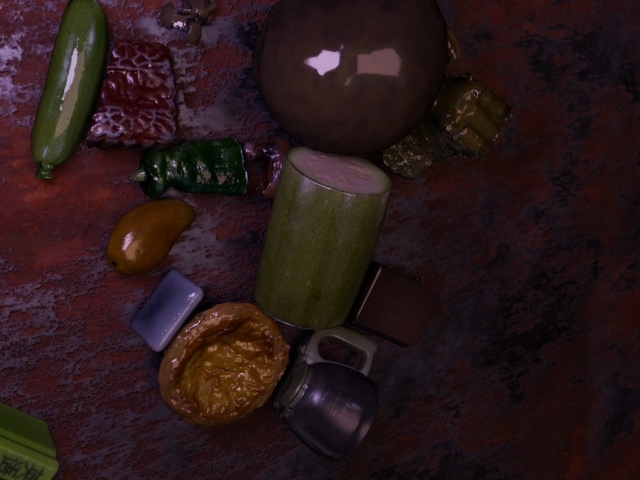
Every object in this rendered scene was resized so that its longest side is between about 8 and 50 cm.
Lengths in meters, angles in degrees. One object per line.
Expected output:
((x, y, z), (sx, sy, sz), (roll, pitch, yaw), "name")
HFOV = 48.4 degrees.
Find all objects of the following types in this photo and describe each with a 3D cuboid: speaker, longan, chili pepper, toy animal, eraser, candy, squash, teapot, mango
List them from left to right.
((-0.694, 0.400, 1.476), (0.274, 0.210, 0.092), (38, 83, -32), "eraser")
((-0.511, -0.311, 1.455), (0.107, 0.107, 0.394), (15, 94, -31), "squash")
((-0.385, -0.016, 1.606), (0.227, 0.099, 0.136), (-43, 114, -22), "mango")
((-0.354, 0.160, 1.643), (0.174, 0.138, 0.071), (-54, 135, -7), "candy")
((-0.302, -0.158, 1.611), (0.271, 0.099, 0.136), (-8, 108, -28), "chili pepper")
((-0.274, -0.542, 1.545), (0.186, 0.094, 0.214), (-32, 108, -23), "toy animal")
((-0.118, -0.154, 1.726), (0.179, 0.089, 0.188), (10, 97, -26), "toy animal")
((0.000, 0.000, 1.668), (0.263, 0.263, 0.384), (0, 121, -29), "squash")
((0.023, 0.386, 1.855), (0.239, 0.239, 0.321), (35, 90, -18), "teapot")
((0.074, -0.387, 1.582), (0.436, 0.404, 0.403), (-21, 112, -7), "longan")
((0.168, 0.159, 1.918), (0.231, 0.153, 0.192), (26, 90, -31), "speaker")

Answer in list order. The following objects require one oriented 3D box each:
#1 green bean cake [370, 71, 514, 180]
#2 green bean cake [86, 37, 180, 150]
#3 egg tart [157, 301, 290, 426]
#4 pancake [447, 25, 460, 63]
((0.279, -0.284, 1.776), (0.202, 0.310, 0.285), (34, 83, -33), "green bean cake")
((-0.396, -0.305, 1.491), (0.199, 0.097, 0.232), (1, 83, -30), "green bean cake")
((-0.244, 0.296, 1.742), (0.341, 0.129, 0.341), (-8, 107, -28), "egg tart")
((0.215, -0.530, 1.829), (0.377, 0.054, 0.197), (3, 102, -28), "pancake")
